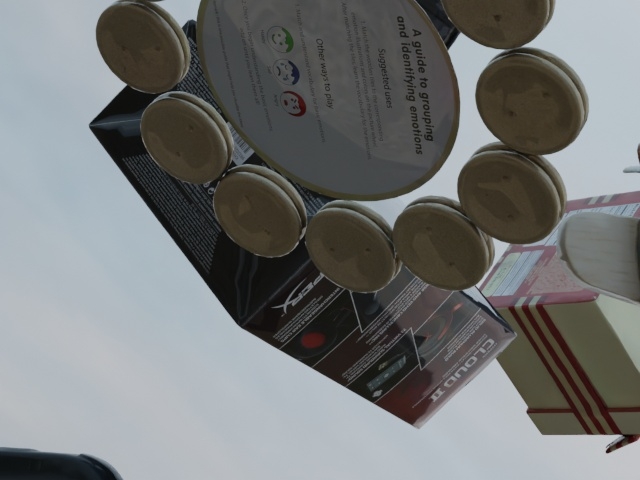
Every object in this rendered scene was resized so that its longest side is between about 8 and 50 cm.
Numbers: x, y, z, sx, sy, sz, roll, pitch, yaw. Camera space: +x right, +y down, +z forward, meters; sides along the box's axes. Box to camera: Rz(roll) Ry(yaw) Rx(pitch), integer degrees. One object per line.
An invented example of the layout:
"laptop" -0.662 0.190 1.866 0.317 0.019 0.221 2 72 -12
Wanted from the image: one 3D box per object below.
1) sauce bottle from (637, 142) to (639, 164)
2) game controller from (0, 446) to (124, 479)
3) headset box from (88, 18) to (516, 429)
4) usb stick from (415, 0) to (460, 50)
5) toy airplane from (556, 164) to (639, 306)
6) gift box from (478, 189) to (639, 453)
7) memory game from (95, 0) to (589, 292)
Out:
"sauce bottle" 0.397 -0.100 1.825 0.128 0.042 0.042 -16 -53 31
"game controller" -0.302 0.234 1.306 0.319 0.167 0.067 2 -10 13
"headset box" 0.000 0.000 1.246 0.218 0.110 0.293 50 9 34
"usb stick" 0.113 -0.225 1.273 0.077 0.278 0.045 44 16 27
"toy airplane" 0.445 0.035 1.499 0.384 0.386 0.272 52 -27 11
"gift box" 0.365 0.101 2.246 0.276 0.255 0.258 -4 -53 52
"memory game" 0.002 -0.058 0.579 0.186 0.012 0.186 19 -47 21
